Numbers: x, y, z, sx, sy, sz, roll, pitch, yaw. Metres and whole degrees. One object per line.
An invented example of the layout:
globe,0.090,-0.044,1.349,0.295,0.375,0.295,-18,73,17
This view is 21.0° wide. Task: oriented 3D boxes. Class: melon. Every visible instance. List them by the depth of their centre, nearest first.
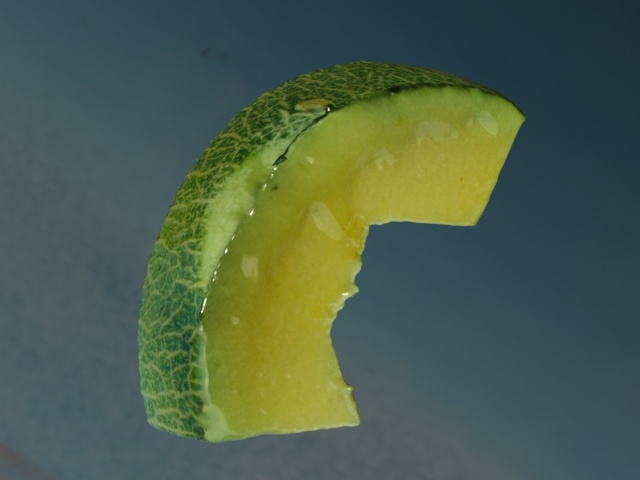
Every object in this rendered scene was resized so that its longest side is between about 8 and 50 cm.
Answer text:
melon,0.000,0.000,0.754,0.118,0.209,0.064,32,169,-26
